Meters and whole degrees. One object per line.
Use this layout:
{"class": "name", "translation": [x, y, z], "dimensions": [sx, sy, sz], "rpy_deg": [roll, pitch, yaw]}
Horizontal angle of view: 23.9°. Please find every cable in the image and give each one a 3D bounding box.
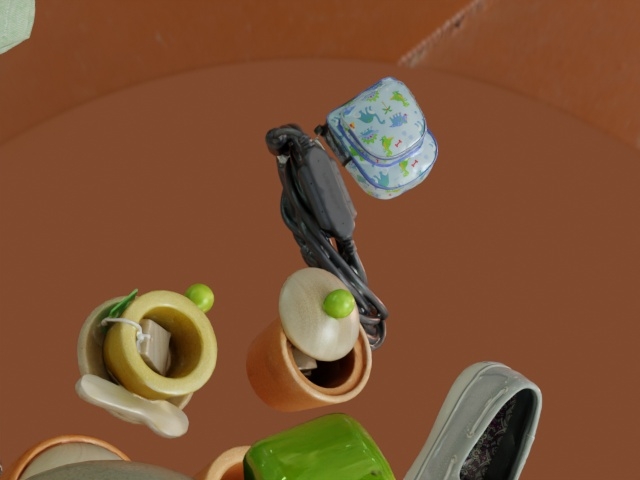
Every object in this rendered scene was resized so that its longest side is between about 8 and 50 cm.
{"class": "cable", "translation": [0.000, 0.000, 1.149], "dimensions": [0.047, 0.150, 0.184], "rpy_deg": [-24, 90, -10]}

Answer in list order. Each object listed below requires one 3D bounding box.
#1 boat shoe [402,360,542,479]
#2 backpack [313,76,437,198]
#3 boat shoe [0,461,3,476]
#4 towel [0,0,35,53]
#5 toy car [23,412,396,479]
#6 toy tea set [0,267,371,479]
{"class": "boat shoe", "translation": [0.119, 0.211, 1.260], "dimensions": [0.079, 0.081, 0.227], "rpy_deg": [25, 85, -27]}
{"class": "backpack", "translation": [0.069, -0.108, 1.631], "dimensions": [0.105, 0.084, 0.114], "rpy_deg": [-32, 84, -15]}
{"class": "boat shoe", "translation": [-0.352, 0.268, 1.493], "dimensions": [0.113, 0.127, 0.340], "rpy_deg": [21, 110, 27]}
{"class": "towel", "translation": [-0.238, -0.064, 0.705], "dimensions": [0.038, 0.248, 0.325], "rpy_deg": [43, 62, 1]}
{"class": "toy car", "translation": [-0.049, 0.147, 0.414], "dimensions": [0.155, 0.188, 0.149], "rpy_deg": [-19, 74, -14]}
{"class": "toy tea set", "translation": [-0.071, 0.126, 0.909], "dimensions": [0.200, 0.124, 0.336], "rpy_deg": [40, 51, -16]}
